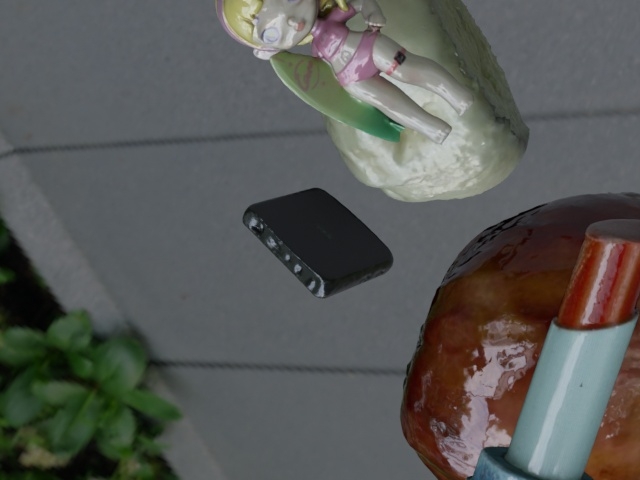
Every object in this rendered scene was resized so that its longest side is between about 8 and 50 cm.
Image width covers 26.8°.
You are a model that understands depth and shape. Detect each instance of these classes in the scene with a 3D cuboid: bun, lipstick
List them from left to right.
[{"bbox_3d":[0.108,-0.195,1.687,0.211,0.359,0.359,-29,118,18],"label":"bun"},{"bbox_3d":[0.112,0.118,0.685,0.068,0.274,0.061,14,-170,-19],"label":"lipstick"}]

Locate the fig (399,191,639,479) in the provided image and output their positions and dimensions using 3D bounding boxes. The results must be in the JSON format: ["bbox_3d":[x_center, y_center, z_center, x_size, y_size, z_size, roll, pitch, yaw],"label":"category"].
[{"bbox_3d":[0.176,0.072,0.889,0.263,0.224,0.224,-25,126,4],"label":"fig"}]

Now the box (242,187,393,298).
[{"bbox_3d":[0.000,0.000,1.350,0.126,0.125,0.027,44,126,24],"label":"box"}]

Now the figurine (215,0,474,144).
[{"bbox_3d":[0.008,-0.125,0.851,0.187,0.083,0.083,29,141,-6],"label":"figurine"}]
